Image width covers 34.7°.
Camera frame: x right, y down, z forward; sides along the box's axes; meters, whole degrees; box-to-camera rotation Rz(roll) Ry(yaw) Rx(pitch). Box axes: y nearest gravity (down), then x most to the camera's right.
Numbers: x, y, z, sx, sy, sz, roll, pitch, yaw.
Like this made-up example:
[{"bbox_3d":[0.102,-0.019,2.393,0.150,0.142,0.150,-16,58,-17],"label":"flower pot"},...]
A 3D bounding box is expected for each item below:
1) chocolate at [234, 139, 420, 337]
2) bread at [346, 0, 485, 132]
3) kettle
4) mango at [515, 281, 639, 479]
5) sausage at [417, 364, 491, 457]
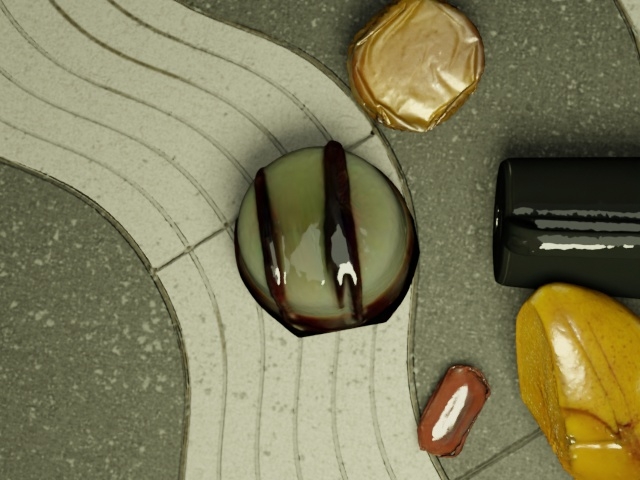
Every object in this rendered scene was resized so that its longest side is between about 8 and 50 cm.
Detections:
[{"bbox_3d":[0.000,0.000,1.433,0.283,0.186,0.284,0,88,5],"label":"chocolate"},{"bbox_3d":[0.135,-0.252,1.478,0.199,0.104,0.199,0,92,4],"label":"bread"},{"bbox_3d":[0.391,0.000,1.365,0.308,0.262,0.203,2,128,4],"label":"kettle"},{"bbox_3d":[0.365,0.199,1.363,0.199,0.201,0.350,-38,111,-35],"label":"mango"},{"bbox_3d":[0.189,0.243,1.462,0.076,0.076,0.141,26,91,6],"label":"sausage"}]
